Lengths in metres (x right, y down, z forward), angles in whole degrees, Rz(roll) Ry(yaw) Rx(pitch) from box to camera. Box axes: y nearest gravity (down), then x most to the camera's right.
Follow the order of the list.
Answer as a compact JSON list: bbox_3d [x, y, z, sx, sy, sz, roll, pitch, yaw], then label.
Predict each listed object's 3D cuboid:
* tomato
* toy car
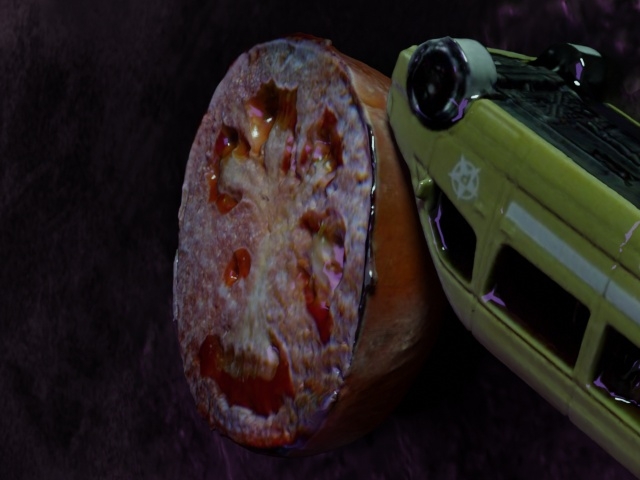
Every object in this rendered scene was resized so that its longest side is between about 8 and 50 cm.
[{"bbox_3d":[0.002,0.002,0.915,0.225,0.085,0.225,-17,71,62],"label":"tomato"},{"bbox_3d":[0.123,0.007,0.774,0.257,0.101,0.124,42,121,41],"label":"toy car"}]
